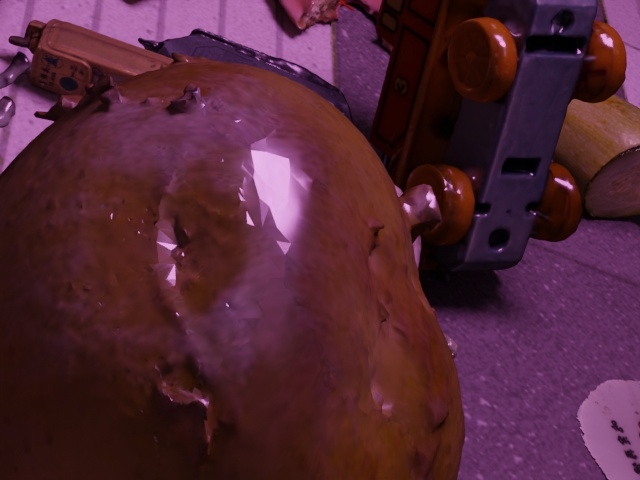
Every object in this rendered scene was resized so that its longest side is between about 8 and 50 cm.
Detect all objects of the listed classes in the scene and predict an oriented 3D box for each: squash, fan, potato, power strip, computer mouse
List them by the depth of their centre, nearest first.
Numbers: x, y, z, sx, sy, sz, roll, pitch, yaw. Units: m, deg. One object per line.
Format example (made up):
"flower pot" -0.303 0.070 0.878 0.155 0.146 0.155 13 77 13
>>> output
"potato" -0.064 0.073 1.225 0.385 0.319 0.442 5 55 -20
"power strip" -0.140 -0.132 1.661 0.305 0.064 0.044 19 51 -4
"computer mouse" -0.074 -0.134 1.748 0.231 0.071 0.126 21 23 -4
"fan" 0.385 0.210 1.750 0.329 0.009 0.190 4 43 -31
"squash" 0.252 -0.135 1.976 0.287 0.137 0.137 38 34 16

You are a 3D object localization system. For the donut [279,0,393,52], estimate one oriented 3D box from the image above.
"donut" 0.055 -0.279 2.011 0.233 0.085 0.199 20 36 -22

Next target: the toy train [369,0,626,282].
"toy train" 0.146 -0.145 1.702 0.163 0.369 0.231 -1 27 -31

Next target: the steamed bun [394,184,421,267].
"steamed bun" 0.000 0.000 1.613 0.183 0.106 0.183 18 34 -13

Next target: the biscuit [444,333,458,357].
"biscuit" -0.019 0.084 1.487 0.250 0.046 0.147 31 68 1

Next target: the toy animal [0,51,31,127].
"toy animal" -0.363 -0.163 1.530 0.255 0.090 0.170 33 51 13

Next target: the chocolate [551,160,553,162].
"chocolate" 0.196 -0.091 1.909 0.072 0.072 0.167 2 46 -37
